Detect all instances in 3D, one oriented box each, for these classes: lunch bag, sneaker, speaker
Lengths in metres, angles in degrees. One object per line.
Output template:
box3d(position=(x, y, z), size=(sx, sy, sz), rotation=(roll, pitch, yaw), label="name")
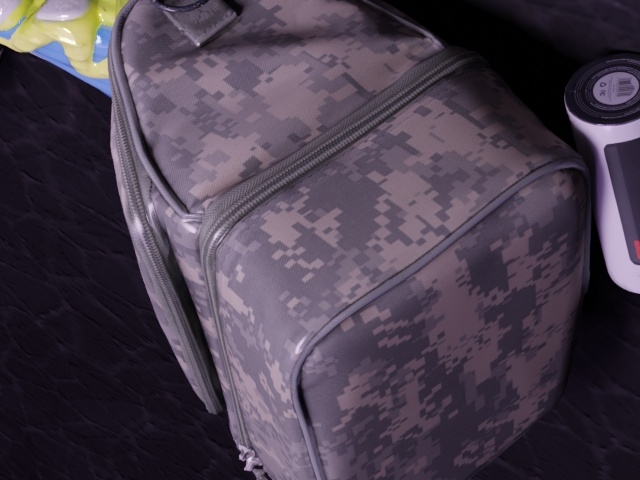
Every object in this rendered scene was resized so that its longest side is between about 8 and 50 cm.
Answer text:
box3d(position=(0.000, 0.000, 1.128), size=(0.256, 0.212, 0.305), rotation=(49, 165, 28), label="lunch bag")
box3d(position=(-0.152, -0.127, 1.240), size=(0.240, 0.091, 0.126), rotation=(18, 148, 32), label="sneaker")
box3d(position=(0.168, -0.034, 1.042), size=(0.055, 0.055, 0.136), rotation=(18, 147, 33), label="speaker")

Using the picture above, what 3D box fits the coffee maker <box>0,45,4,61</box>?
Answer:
box3d(position=(-0.328, -0.141, 1.342), size=(0.120, 0.171, 0.178), rotation=(-21, 124, 28), label="coffee maker")
